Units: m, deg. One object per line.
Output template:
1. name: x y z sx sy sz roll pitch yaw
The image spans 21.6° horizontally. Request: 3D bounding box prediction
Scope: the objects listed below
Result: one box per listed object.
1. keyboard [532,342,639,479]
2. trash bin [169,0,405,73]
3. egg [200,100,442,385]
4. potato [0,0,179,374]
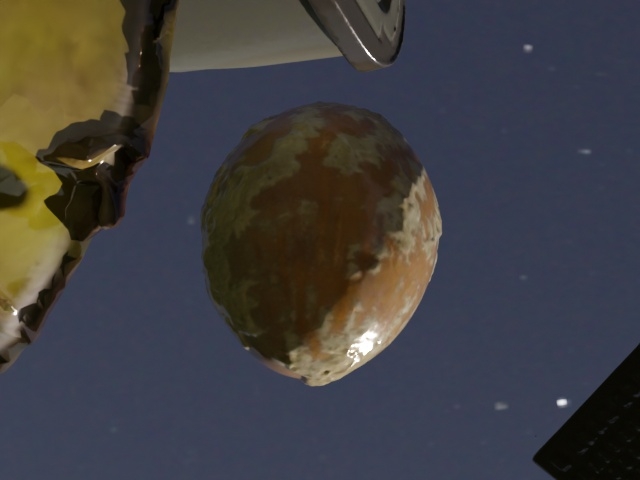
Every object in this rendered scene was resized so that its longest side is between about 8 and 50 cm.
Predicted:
1. keyboard: 0.204 0.110 0.999 0.103 0.041 0.381 38 -42 6
2. trash bin: -0.089 -0.227 1.208 0.250 0.220 0.219 -8 -128 23
3. egg: 0.000 0.000 1.388 0.203 0.203 0.245 -23 -131 42
4. potato: -0.232 -0.129 0.553 0.290 0.296 0.397 -59 -142 25
